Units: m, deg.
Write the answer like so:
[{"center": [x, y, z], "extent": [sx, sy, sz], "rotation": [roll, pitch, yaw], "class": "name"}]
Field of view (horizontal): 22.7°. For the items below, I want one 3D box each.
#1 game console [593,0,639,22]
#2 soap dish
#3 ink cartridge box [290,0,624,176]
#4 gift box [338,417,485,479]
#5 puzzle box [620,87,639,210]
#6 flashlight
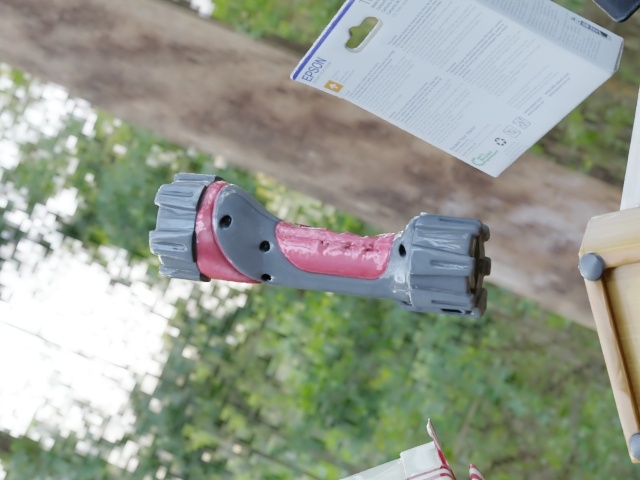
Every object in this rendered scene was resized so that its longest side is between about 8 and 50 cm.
[{"center": [0.356, -0.311, 1.812], "extent": [0.122, 0.071, 0.107], "rotation": [-44, 1, 8], "class": "game console"}, {"center": [0.358, 0.071, 1.302], "extent": [0.118, 0.291, 0.229], "rotation": [-17, -86, -49], "class": "soap dish"}, {"center": [0.114, -0.160, 1.397], "extent": [0.223, 0.224, 0.045], "rotation": [-44, 24, 59], "class": "ink cartridge box"}, {"center": [0.082, 0.366, 1.738], "extent": [0.276, 0.258, 0.255], "rotation": [-96, -14, -73], "class": "gift box"}, {"center": [0.449, -0.102, 1.962], "extent": [0.272, 0.052, 0.409], "rotation": [59, -143, -43], "class": "puzzle box"}, {"center": [0.000, 0.000, 1.454], "extent": [0.103, 0.304, 0.103], "rotation": [36, -119, -68], "class": "flashlight"}]
